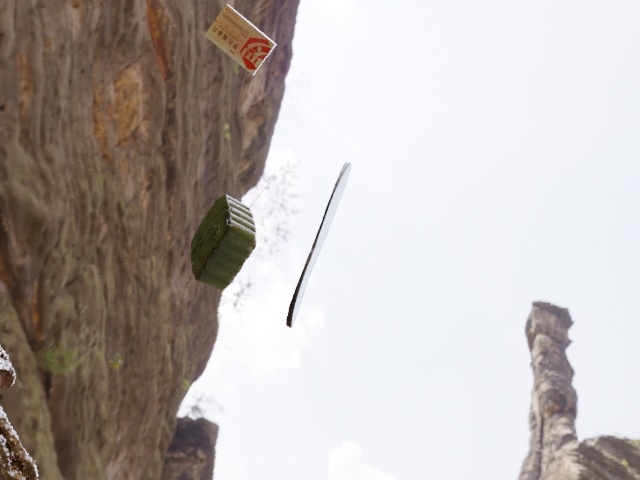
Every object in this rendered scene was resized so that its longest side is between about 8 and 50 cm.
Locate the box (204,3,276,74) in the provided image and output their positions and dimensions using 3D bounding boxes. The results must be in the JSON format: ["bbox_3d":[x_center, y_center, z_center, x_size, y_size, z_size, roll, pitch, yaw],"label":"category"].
[{"bbox_3d":[-0.119,-0.299,0.957,0.093,0.015,0.058,38,-72,-5],"label":"box"}]

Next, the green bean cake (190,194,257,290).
[{"bbox_3d":[-0.266,0.006,1.754,0.113,0.200,0.214,24,-64,-29],"label":"green bean cake"}]

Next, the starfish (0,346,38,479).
[{"bbox_3d":[-0.207,0.079,0.376,0.056,0.213,0.238,-4,-76,-18],"label":"starfish"}]

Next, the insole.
[{"bbox_3d":[0.000,0.000,1.017,0.012,0.310,0.110,18,-35,5],"label":"insole"}]
